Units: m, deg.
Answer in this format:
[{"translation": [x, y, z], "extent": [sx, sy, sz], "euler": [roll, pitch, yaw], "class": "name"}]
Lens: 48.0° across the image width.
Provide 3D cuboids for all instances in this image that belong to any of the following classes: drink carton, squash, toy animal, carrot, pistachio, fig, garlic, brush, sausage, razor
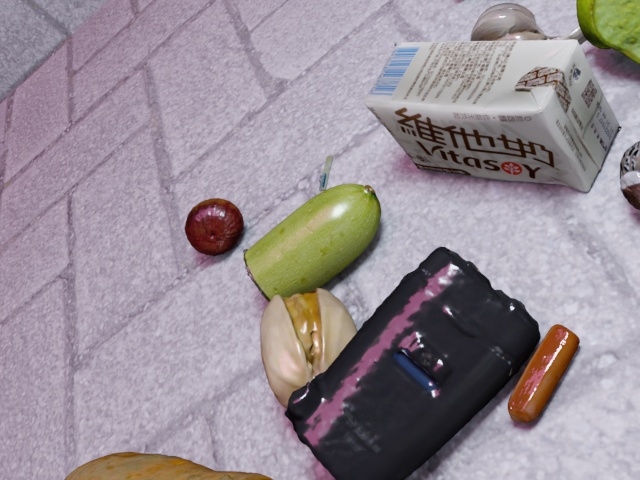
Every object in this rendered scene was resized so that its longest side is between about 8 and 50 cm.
[{"translation": [0.244, -0.189, 1.073], "extent": [0.324, 0.194, 0.132], "euler": [15, 71, 46], "class": "drink carton"}, {"translation": [0.000, 0.000, 1.195], "extent": [0.247, 0.132, 0.133], "euler": [-36, 42, 13], "class": "squash"}, {"translation": [0.422, -0.091, 0.920], "extent": [0.098, 0.098, 0.137], "euler": [-36, 35, 14], "class": "toy animal"}, {"translation": [-0.221, 0.410, 0.996], "extent": [0.340, 0.224, 0.224], "euler": [-7, 55, 34], "class": "carrot"}, {"translation": [-0.014, 0.161, 1.079], "extent": [0.157, 0.157, 0.230], "euler": [-35, 39, 15], "class": "pistachio"}, {"translation": [-0.206, -0.024, 1.440], "extent": [0.119, 0.153, 0.119], "euler": [-1, 83, 4], "class": "fig"}, {"translation": [0.328, -0.323, 1.154], "extent": [0.194, 0.131, 0.127], "euler": [-5, 86, 41], "class": "garlic"}, {"translation": [0.009, -0.132, 1.379], "extent": [0.016, 0.013, 0.084], "euler": [-14, 50, 37], "class": "brush"}, {"translation": [0.273, 0.167, 0.888], "extent": [0.041, 0.039, 0.131], "euler": [26, 79, 41], "class": "sausage"}, {"translation": [0.115, 0.172, 0.929], "extent": [0.327, 0.107, 0.189], "euler": [-44, 74, -3], "class": "razor"}]

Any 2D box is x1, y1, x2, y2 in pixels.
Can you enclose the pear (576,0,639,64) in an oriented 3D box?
[{"translation": [0.500, -0.342, 0.992], "extent": [0.255, 0.238, 0.164], "euler": [-42, 8, 47], "class": "pear"}]
